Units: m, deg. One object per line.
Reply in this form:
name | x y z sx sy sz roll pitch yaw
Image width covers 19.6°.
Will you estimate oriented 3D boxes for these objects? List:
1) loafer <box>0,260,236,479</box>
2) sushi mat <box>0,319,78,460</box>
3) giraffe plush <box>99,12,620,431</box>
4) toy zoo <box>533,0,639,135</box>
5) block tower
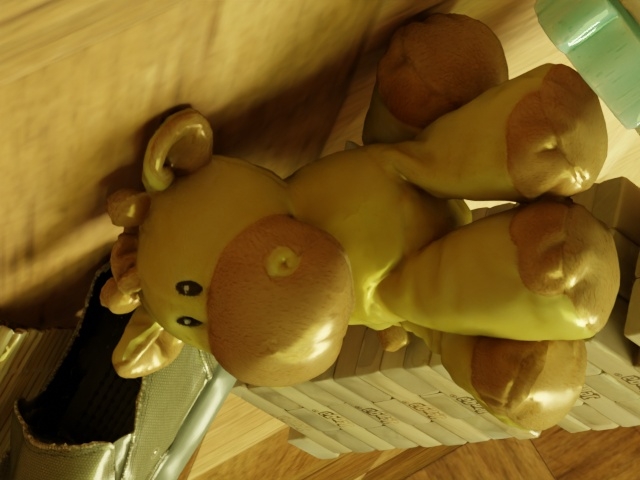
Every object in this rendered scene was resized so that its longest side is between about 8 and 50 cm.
loafer | -0.122 0.111 0.869 0.087 0.094 0.251 38 71 -51
sushi mat | -0.198 0.177 0.919 0.316 0.019 0.151 -62 164 7
giraffe plush | 0.000 0.000 0.791 0.170 0.181 0.210 -11 -167 -32
toy zoo | 0.132 -0.070 0.676 0.030 0.192 0.293 -37 166 18
block tower | 0.091 0.041 0.929 0.097 0.091 0.335 33 149 -32
